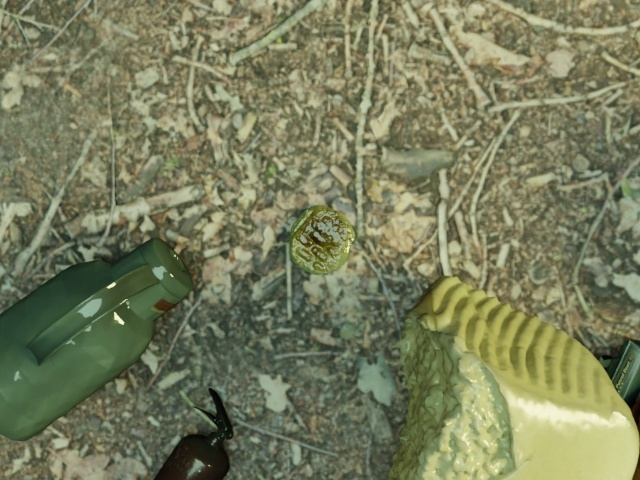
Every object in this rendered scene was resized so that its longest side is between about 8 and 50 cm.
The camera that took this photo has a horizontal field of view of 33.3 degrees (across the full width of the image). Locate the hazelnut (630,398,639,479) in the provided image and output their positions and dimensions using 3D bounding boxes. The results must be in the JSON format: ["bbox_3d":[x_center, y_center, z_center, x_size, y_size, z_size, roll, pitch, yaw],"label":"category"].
[{"bbox_3d":[0.404,0.253,1.172,0.208,0.208,0.208,0,93,8],"label":"hazelnut"}]

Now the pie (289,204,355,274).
[{"bbox_3d":[0.000,0.000,1.283,0.084,0.020,0.085,0,93,7],"label":"pie"}]

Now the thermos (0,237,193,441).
[{"bbox_3d":[-0.286,0.104,1.249,0.286,0.182,0.145,-36,87,10],"label":"thermos"}]

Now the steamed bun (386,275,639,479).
[{"bbox_3d":[0.172,0.214,1.157,0.273,0.290,0.272,23,110,-3],"label":"steamed bun"}]

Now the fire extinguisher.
[{"bbox_3d":[-0.184,0.311,1.305,0.089,0.072,0.268,40,99,37],"label":"fire extinguisher"}]

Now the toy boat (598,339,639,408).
[{"bbox_3d":[0.337,0.180,1.231,0.060,0.055,0.141,26,98,29],"label":"toy boat"}]
